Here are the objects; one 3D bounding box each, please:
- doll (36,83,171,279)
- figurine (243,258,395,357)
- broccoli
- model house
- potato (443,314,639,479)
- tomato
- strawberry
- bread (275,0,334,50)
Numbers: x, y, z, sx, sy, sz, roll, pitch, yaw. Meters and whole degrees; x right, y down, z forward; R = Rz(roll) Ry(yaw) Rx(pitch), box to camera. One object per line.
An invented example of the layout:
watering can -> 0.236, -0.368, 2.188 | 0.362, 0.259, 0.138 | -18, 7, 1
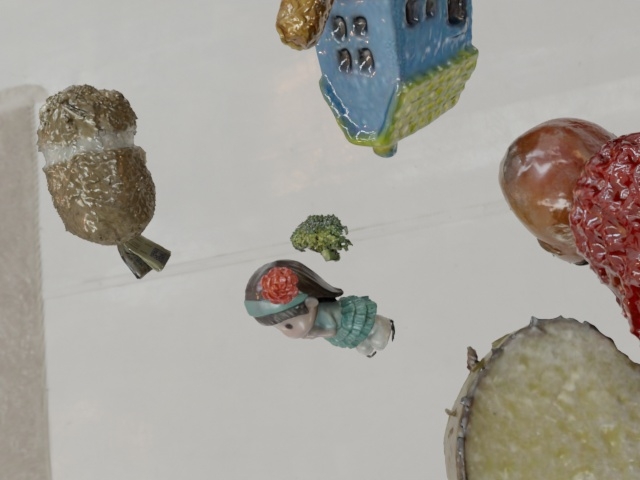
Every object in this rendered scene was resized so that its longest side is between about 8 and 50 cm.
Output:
doll -> -0.232, -0.055, 0.747 | 0.105, 0.115, 0.221 | -9, 115, 0
figurine -> 0.002, 0.103, 1.067 | 0.138, 0.245, 0.110 | -33, 41, 50
broccoli -> 0.000, 0.000, 1.154 | 0.096, 0.095, 0.092 | -20, 103, 1
model house -> 0.126, -0.308, 1.185 | 0.215, 0.237, 0.303 | 18, 128, 39
potato -> 0.252, 0.267, 0.827 | 0.300, 0.237, 0.289 | 30, 69, 2
tomato -> 0.343, -0.086, 1.032 | 0.181, 0.155, 0.214 | -52, 29, 36
strawberry -> 0.430, 0.012, 0.772 | 0.345, 0.317, 0.295 | 29, 68, 31
bread -> 0.001, -0.238, 0.591 | 0.044, 0.052, 0.157 | 19, 102, -1
